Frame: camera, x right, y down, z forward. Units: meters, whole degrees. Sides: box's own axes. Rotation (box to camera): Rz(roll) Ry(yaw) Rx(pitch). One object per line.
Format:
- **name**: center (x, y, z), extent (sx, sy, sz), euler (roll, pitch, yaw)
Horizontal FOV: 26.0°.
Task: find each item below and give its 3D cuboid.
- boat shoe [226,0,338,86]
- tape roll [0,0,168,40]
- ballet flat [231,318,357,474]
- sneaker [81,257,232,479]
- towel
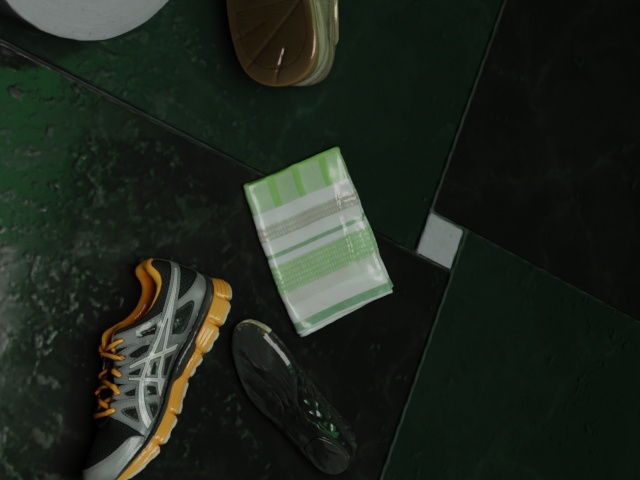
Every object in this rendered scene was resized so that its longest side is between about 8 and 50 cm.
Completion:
- **boat shoe**: center (-0.038, -0.288, 1.248), extent (0.098, 0.109, 0.302), euler (-13, 96, -68)
- **tape roll**: center (-0.194, -0.273, 1.103), extent (0.219, 0.072, 0.219), euler (-22, 124, -37)
- **ballet flat**: center (-0.026, 0.142, 1.270), extent (0.057, 0.049, 0.173), euler (-30, 106, 17)
- **sneaker**: center (-0.155, 0.112, 1.175), extent (0.083, 0.084, 0.215), euler (33, 64, -21)
- **towel**: center (0.000, 0.000, 1.293), extent (0.113, 0.023, 0.152), euler (-25, 100, -28)
